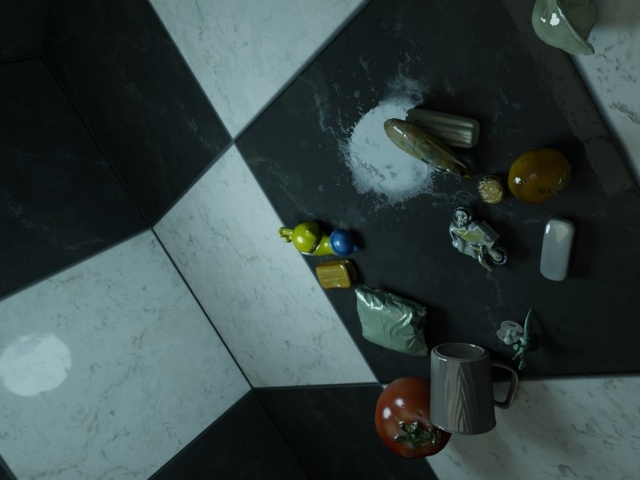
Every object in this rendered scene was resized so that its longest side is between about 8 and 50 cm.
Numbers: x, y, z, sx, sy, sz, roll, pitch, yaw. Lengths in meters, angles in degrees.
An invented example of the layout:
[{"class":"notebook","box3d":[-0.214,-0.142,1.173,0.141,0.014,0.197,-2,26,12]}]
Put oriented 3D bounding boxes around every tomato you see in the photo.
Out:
[{"class":"tomato","box3d":[0.383,0.705,1.842,0.322,0.321,0.321,26,133,32]}]

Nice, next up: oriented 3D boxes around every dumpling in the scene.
[{"class":"dumpling","box3d":[0.523,-0.485,0.976,0.181,0.155,0.111,42,116,30]}]

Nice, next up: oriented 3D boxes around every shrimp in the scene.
[{"class":"shrimp","box3d":[0.324,-0.267,1.364,0.317,0.077,0.168,35,179,-1]}]

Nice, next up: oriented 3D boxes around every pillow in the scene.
[{"class":"pillow","box3d":[0.287,0.331,1.803,0.310,0.138,0.283,15,129,32]}]

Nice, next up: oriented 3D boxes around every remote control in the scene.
[{"class":"remote control","box3d":[0.352,-0.329,1.341,0.230,0.049,0.090,22,133,36]}]

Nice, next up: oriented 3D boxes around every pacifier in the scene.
[{"class":"pacifier","box3d":[0.626,0.312,1.492,0.082,0.078,0.099,19,129,17]}]

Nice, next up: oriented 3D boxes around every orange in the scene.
[{"class":"orange","box3d":[0.568,-0.172,1.178,0.157,0.134,0.156,3,148,2]}]

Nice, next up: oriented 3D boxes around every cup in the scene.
[{"class":"cup","box3d":[0.526,0.521,1.592,0.288,0.208,0.273,0,96,37]}]

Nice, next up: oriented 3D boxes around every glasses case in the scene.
[{"class":"glasses case","box3d":[0.664,0.027,1.272,0.074,0.049,0.193,16,128,38]}]

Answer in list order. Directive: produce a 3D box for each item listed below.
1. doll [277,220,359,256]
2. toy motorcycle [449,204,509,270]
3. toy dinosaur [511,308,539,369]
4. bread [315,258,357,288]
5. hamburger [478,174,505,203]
[{"class":"doll","box3d":[0.000,0.000,1.889,0.363,0.145,0.199,11,164,31]},{"class":"toy motorcycle","box3d":[0.481,-0.002,1.423,0.228,0.074,0.151,49,143,5]},{"class":"toy dinosaur","box3d":[0.665,0.322,1.455,0.106,0.187,0.044,29,173,-21]},{"class":"bread","box3d":[0.067,0.144,1.948,0.200,0.077,0.115,-10,110,51]},{"class":"hamburger","box3d":[0.498,-0.149,1.323,0.076,0.044,0.083,-5,114,46]}]
